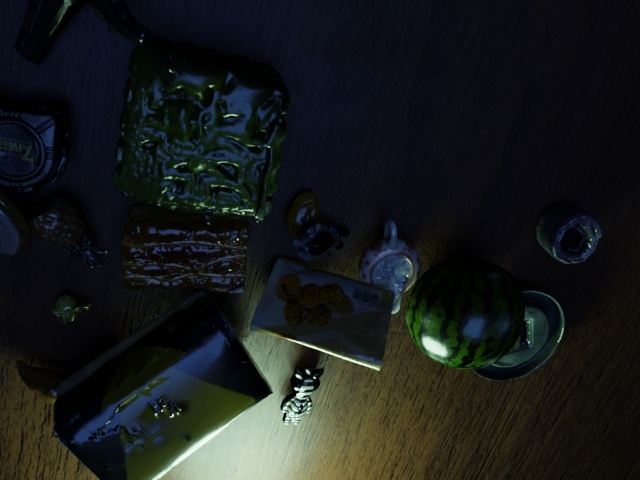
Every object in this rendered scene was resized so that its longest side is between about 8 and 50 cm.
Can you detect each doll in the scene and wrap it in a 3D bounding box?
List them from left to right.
[{"bbox_3d":[-0.055,0.424,1.540,0.090,0.067,0.220,8,119,-20],"label":"doll"},{"bbox_3d":[0.000,0.000,1.300,0.195,0.070,0.096,-7,122,-55],"label":"doll"}]

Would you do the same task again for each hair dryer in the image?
[{"bbox_3d":[-0.389,-0.375,0.975,0.359,0.120,0.304,43,109,14],"label":"hair dryer"}]

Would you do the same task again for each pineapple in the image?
[{"bbox_3d":[-0.544,-0.008,1.208,0.108,0.108,0.198,-27,131,1],"label":"pineapple"}]

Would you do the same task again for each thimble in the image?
[{"bbox_3d":[0.656,-0.019,1.470,0.150,0.098,0.150,-5,117,-10],"label":"thimble"}]

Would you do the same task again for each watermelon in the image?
[{"bbox_3d":[0.358,0.180,1.393,0.284,0.285,0.285,-5,116,-10],"label":"watermelon"}]

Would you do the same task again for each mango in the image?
[{"bbox_3d":[-0.042,-0.062,1.317,0.078,0.057,0.114,11,105,-14],"label":"mango"}]

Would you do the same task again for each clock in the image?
[{"bbox_3d":[0.551,0.266,1.603,0.312,0.061,0.313,-5,116,-10],"label":"clock"}]

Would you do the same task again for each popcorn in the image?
[{"bbox_3d":[-0.583,0.158,1.296,0.083,0.059,0.068,-7,117,-19],"label":"popcorn"}]

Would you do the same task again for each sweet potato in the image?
[{"bbox_3d":[-0.572,0.371,1.382,0.354,0.095,0.106,12,86,-20],"label":"sweet potato"}]

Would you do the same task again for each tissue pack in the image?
[{"bbox_3d":[-0.361,0.343,1.278,0.416,0.253,0.264,-33,117,-13],"label":"tissue pack"}]

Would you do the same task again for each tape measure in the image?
[{"bbox_3d":[-0.599,-0.193,1.097,0.198,0.112,0.186,9,106,-11],"label":"tape measure"}]

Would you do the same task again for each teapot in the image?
[{"bbox_3d":[0.171,0.057,1.391,0.159,0.116,0.246,-6,120,5],"label":"teapot"}]

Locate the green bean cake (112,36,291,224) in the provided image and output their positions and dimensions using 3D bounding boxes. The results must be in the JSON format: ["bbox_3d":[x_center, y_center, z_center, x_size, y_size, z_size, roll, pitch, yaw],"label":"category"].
[{"bbox_3d":[-0.240,-0.211,1.110,0.318,0.218,0.335,6,112,-15],"label":"green bean cake"}]

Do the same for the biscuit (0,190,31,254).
[{"bbox_3d":[-0.680,-0.046,1.124,0.180,0.049,0.208,15,136,18],"label":"biscuit"}]

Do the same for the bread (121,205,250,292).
[{"bbox_3d":[-0.306,0.022,1.265,0.274,0.114,0.185,3,114,-12],"label":"bread"}]

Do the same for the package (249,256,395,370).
[{"bbox_3d":[0.004,0.205,1.347,0.311,0.221,0.165,15,136,3],"label":"package"}]
